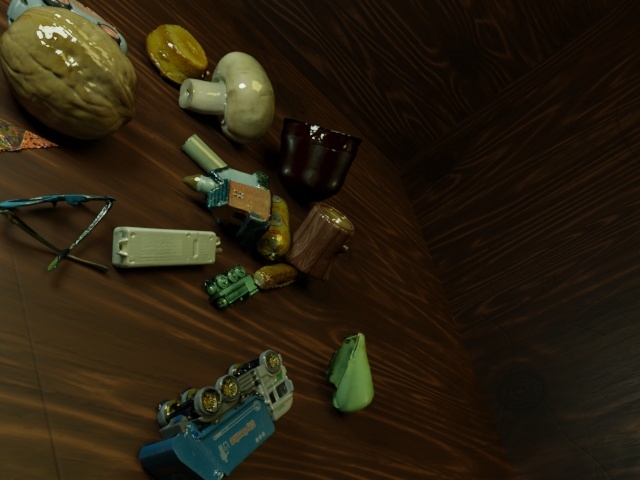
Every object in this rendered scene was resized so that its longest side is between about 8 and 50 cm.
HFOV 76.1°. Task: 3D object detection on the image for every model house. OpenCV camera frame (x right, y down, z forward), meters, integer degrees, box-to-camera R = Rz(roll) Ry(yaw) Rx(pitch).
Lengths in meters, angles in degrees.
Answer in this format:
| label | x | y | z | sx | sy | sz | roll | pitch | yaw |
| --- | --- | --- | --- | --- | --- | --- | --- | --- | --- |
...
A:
| label | x | y | z | sx | sy | sz | roll | pitch | yaw |
| --- | --- | --- | --- | --- | --- | --- | --- | --- | --- |
| model house | -0.313 | -0.137 | 1.340 | 0.291 | 0.184 | 0.253 | 21 | 45 | -27 |

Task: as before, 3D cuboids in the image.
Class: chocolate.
| label | x | y | z | sx | sy | sz | roll | pitch | yaw |
| --- | --- | --- | --- | --- | --- | --- | --- | --- | --- |
| chocolate | -0.023 | -0.348 | 1.850 | 0.383 | 0.331 | 0.383 | 13 | 15 | -4 |

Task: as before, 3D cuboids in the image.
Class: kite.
| label | x | y | z | sx | sy | sz | roll | pitch | yaw |
| --- | --- | --- | --- | --- | --- | --- | --- | --- | --- |
| kite | -0.730 | -0.249 | 0.927 | 0.125 | 0.008 | 0.222 | 52 | 26 | -3 |

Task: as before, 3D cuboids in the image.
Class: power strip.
| label | x | y | z | sx | sy | sz | roll | pitch | yaw |
| --- | --- | --- | --- | --- | --- | --- | --- | --- | --- |
| power strip | -0.389 | 0.020 | 1.077 | 0.338 | 0.058 | 0.098 | 3 | 88 | -58 |

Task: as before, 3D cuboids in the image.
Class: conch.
| label | x | y | z | sx | sy | sz | roll | pitch | yaw |
| --- | --- | --- | --- | --- | --- | --- | --- | --- | --- |
| conch | 0.086 | 0.421 | 1.300 | 0.137 | 0.143 | 0.251 | -12 | 87 | -16 |

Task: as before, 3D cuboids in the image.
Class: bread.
| label | x | y | z | sx | sy | sz | roll | pitch | yaw |
| --- | --- | --- | --- | --- | --- | --- | --- | --- | --- |
| bread | -0.566 | -0.732 | 1.622 | 0.268 | 0.145 | 0.268 | 43 | 29 | -31 |

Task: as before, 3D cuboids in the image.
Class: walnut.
| label | x | y | z | sx | sy | sz | roll | pitch | yaw |
| --- | --- | --- | --- | --- | --- | --- | --- | --- | --- |
| walnut | -0.617 | -0.411 | 1.031 | 0.313 | 0.252 | 0.277 | 39 | 28 | -29 |

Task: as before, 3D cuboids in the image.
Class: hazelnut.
| label | x | y | z | sx | sy | sz | roll | pitch | yaw |
| --- | --- | --- | --- | --- | --- | --- | --- | --- | --- |
| hazelnut | -0.502 | -0.707 | 1.779 | 0.086 | 0.086 | 0.086 | 39 | 30 | -28 |

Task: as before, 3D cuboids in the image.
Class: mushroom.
| label | x | y | z | sx | sy | sz | roll | pitch | yaw |
| --- | --- | --- | --- | --- | --- | --- | --- | --- | --- |
| mushroom | -0.329 | -0.571 | 1.616 | 0.353 | 0.325 | 0.353 | 15 | 71 | -55 |

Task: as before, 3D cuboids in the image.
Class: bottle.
| label | x | y | z | sx | sy | sz | roll | pitch | yaw |
| --- | --- | --- | --- | --- | --- | --- | --- | --- | --- |
| bottle | -0.393 | -0.279 | 1.449 | 0.201 | 0.072 | 0.072 | 45 | 28 | -19 |

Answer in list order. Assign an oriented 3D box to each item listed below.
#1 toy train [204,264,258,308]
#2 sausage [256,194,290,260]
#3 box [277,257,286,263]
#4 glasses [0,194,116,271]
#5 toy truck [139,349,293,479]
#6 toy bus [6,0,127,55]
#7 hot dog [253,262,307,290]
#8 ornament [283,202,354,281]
| label | x | y | z | sx | sy | sz | roll | pitch | yaw |
| --- | --- | --- | --- | --- | --- | --- | --- | --- | --- |
| toy train | -0.259 | 0.138 | 1.185 | 0.111 | 0.071 | 0.170 | 61 | 26 | -2 |
| sausage | -0.171 | -0.056 | 1.477 | 0.123 | 0.123 | 0.347 | 37 | 26 | -31 |
| box | -0.127 | 0.038 | 1.565 | 0.090 | 0.024 | 0.167 | 57 | 26 | 8 |
| glasses | -0.532 | -0.028 | 0.886 | 0.207 | 0.102 | 0.239 | 56 | 26 | 5 |
| toy truck | -0.207 | 0.380 | 0.900 | 0.367 | 0.146 | 0.175 | -16 | 80 | -60 |
| toy bus | -0.719 | -0.591 | 1.175 | 0.287 | 0.194 | 0.232 | 24 | 27 | -45 |
| hot dog | -0.127 | 0.114 | 1.432 | 0.083 | 0.068 | 0.289 | 53 | 26 | 14 |
| ornament | 0.000 | 0.000 | 1.490 | 0.221 | 0.217 | 0.235 | 44 | 20 | 21 |
